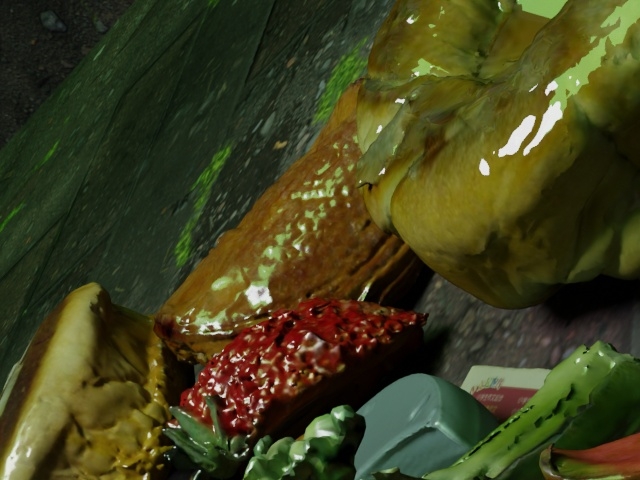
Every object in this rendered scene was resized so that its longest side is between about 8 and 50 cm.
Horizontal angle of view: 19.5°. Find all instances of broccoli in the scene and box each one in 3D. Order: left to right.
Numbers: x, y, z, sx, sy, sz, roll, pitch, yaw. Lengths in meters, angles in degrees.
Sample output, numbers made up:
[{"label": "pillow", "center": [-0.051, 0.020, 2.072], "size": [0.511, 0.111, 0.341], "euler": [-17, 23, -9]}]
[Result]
[{"label": "broccoli", "center": [0.044, 0.133, 0.893], "size": [0.177, 0.198, 0.275], "euler": [-2, 54, 61]}]

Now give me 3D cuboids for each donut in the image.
[{"label": "donut", "center": [-0.198, 0.189, 1.477], "size": [0.330, 0.160, 0.330], "euler": [-163, 90, -78]}, {"label": "donut", "center": [0.171, -0.128, 1.122], "size": [0.360, 0.170, 0.360], "euler": [-44, 25, 27]}]

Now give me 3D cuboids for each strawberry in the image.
[{"label": "strawberry", "center": [-0.028, 0.094, 1.260], "size": [0.192, 0.085, 0.140], "euler": [-46, -20, 27]}]

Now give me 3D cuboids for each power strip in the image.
[{"label": "power strip", "center": [0.010, 0.181, 1.067], "size": [0.253, 0.054, 0.167], "euler": [-53, 10, 11]}]

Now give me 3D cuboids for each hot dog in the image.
[{"label": "hot dog", "center": [0.000, 0.000, 1.411], "size": [0.272, 0.122, 0.196], "euler": [-49, 15, -16]}]

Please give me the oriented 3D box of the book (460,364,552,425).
[{"label": "book", "center": [0.072, 0.173, 1.046], "size": [0.232, 0.022, 0.162], "euler": [-58, 17, -13]}]

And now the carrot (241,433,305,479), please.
[{"label": "carrot", "center": [-0.064, 0.211, 1.285], "size": [0.314, 0.066, 0.066], "euler": [-42, 21, 46]}]

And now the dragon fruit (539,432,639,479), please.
[{"label": "dragon fruit", "center": [0.127, 0.158, 0.611], "size": [0.224, 0.224, 0.227], "euler": [-29, 26, 54]}]
